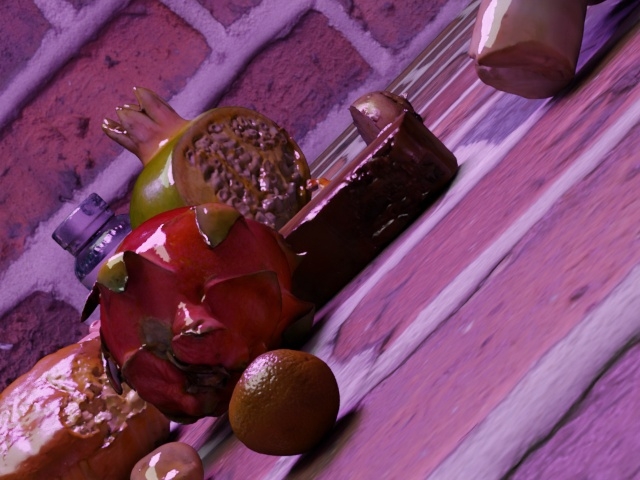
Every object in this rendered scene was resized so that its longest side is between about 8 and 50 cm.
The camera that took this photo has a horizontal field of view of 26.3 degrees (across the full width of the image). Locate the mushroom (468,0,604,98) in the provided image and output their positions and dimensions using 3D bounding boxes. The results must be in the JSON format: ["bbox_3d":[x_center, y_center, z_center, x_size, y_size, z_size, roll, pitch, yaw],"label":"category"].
[{"bbox_3d":[0.219,-0.284,1.361,0.292,0.293,0.290,157,128,-76],"label":"mushroom"}]

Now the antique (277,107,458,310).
[{"bbox_3d":[0.012,-0.005,1.487,0.310,0.087,0.093,-43,8,19],"label":"antique"}]

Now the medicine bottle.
[{"bbox_3d":[-0.292,0.058,2.196,0.141,0.293,0.141,-45,5,5],"label":"medicine bottle"}]

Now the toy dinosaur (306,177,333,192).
[{"bbox_3d":[0.025,-0.071,2.047,0.212,0.057,0.142,-50,18,-29],"label":"toy dinosaur"}]

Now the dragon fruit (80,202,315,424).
[{"bbox_3d":[-0.123,0.074,1.363,0.224,0.224,0.227,-41,9,37],"label":"dragon fruit"}]

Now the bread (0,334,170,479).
[{"bbox_3d":[-0.292,0.225,1.565,0.250,0.133,0.179,-39,42,-24],"label":"bread"}]

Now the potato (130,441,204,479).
[{"bbox_3d":[-0.131,0.209,1.183,0.068,0.062,0.083,-60,28,0],"label":"potato"}]

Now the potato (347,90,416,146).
[{"bbox_3d":[0.106,-0.200,2.190,0.089,0.100,0.172,-41,2,-5],"label":"potato"}]

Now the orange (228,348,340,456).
[{"bbox_3d":[-0.026,0.115,0.963,0.085,0.085,0.085,-45,6,6],"label":"orange"}]

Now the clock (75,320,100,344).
[{"bbox_3d":[-0.320,0.222,2.043,0.093,0.162,0.166,5,30,27],"label":"clock"}]

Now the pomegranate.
[{"bbox_3d":[-0.194,-0.073,2.114,0.216,0.358,0.309,-46,7,46],"label":"pomegranate"}]
